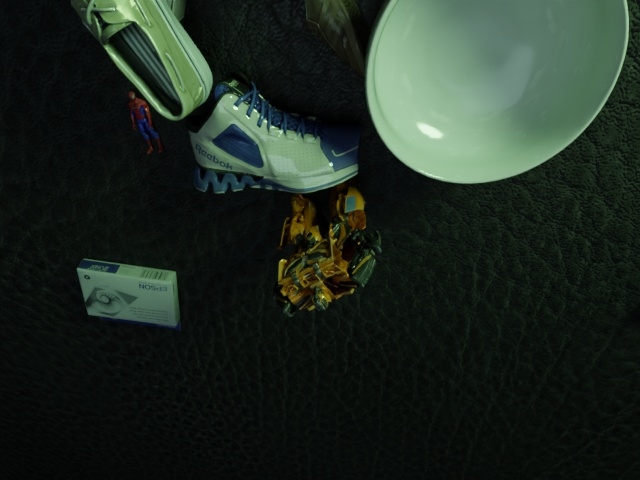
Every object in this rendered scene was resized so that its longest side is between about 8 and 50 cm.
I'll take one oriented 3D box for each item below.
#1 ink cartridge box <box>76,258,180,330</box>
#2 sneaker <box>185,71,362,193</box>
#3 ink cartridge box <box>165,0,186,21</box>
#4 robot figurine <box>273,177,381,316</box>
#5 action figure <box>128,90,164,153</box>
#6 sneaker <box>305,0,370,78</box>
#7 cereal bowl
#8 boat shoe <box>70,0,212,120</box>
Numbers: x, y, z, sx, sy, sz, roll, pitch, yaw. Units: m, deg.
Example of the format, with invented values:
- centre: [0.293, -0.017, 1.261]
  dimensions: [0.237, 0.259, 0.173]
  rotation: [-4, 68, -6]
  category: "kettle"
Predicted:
- centre: [-0.464, 0.153, 1.091]
  dimensions: [0.224, 0.045, 0.223]
  rotation: [8, 130, -2]
  category: "ink cartridge box"
- centre: [-0.091, -0.183, 0.735]
  dimensions: [0.316, 0.127, 0.182]
  rotation: [-3, 131, 10]
  category: "sneaker"
- centre: [-0.279, -0.400, 0.602]
  dimensions: [0.191, 0.082, 0.139]
  rotation: [18, 129, -12]
  category: "ink cartridge box"
- centre: [0.000, 0.000, 0.770]
  dimensions: [0.211, 0.290, 0.085]
  rotation: [-27, 122, 23]
  category: "robot figurine"
- centre: [-0.318, -0.212, 0.795]
  dimensions: [0.038, 0.030, 0.115]
  rotation: [-2, 127, 12]
  category: "action figure"
- centre: [0.020, -0.325, 0.663]
  dimensions: [0.071, 0.066, 0.188]
  rotation: [-11, 124, 34]
  category: "sneaker"
- centre: [0.229, -0.260, 0.637]
  dimensions: [0.340, 0.141, 0.338]
  rotation: [3, 130, 3]
  category: "cereal bowl"
- centre: [-0.256, -0.295, 0.574]
  dimensions: [0.109, 0.094, 0.302]
  rotation: [-23, 127, 26]
  category: "boat shoe"
